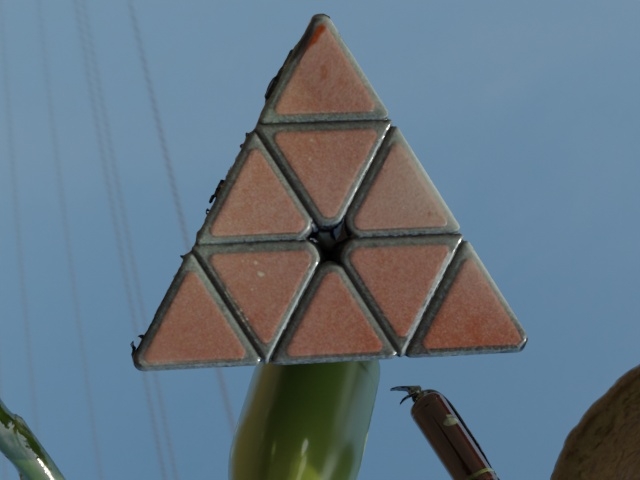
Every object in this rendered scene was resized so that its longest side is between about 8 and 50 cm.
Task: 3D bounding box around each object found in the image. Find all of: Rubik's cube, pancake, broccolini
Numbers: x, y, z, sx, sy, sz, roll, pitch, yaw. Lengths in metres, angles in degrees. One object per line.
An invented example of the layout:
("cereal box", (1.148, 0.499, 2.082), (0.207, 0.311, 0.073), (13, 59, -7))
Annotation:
("Rubik's cube", (-0.001, 0.000, 1.209), (0.229, 0.233, 0.228), (-30, -132, 30))
("pancake", (0.304, 0.196, 1.265), (0.286, 0.033, 0.288), (-36, -154, 21))
("broccolini", (-0.270, 0.103, 1.178), (0.079, 0.392, 0.074), (-30, -146, -3))

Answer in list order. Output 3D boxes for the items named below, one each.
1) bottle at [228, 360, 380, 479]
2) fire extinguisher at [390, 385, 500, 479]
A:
("bottle", (-0.020, 0.179, 1.250), (0.112, 0.112, 0.260), (-15, -148, 23))
("fire extinguisher", (0.139, 0.214, 1.597), (0.064, 0.043, 0.158), (-13, -124, -32))
